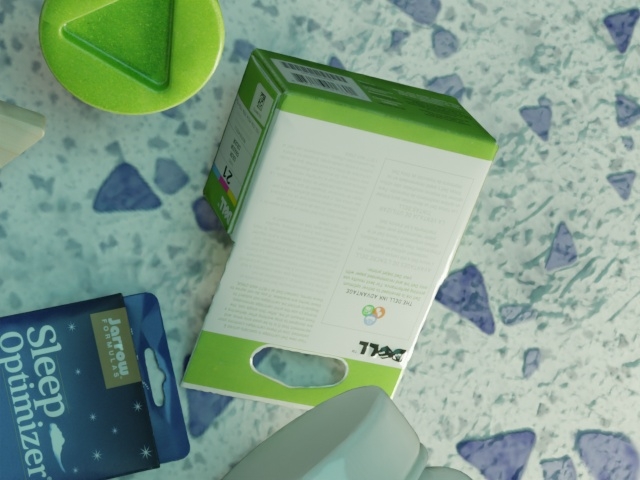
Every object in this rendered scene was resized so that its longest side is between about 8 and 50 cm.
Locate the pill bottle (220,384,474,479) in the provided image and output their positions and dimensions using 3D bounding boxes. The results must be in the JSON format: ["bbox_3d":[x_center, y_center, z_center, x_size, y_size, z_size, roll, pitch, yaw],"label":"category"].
[{"bbox_3d":[0.079,0.301,1.446,0.204,0.204,0.361,-39,100,-25],"label":"pill bottle"}]

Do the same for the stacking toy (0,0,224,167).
[{"bbox_3d":[-0.223,-0.209,1.392,0.309,0.130,0.279,-24,122,13],"label":"stacking toy"}]

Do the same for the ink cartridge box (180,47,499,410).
[{"bbox_3d":[0.000,0.000,1.526,0.189,0.097,0.255,12,111,-24],"label":"ink cartridge box"}]

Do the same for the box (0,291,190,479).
[{"bbox_3d":[-0.205,0.119,1.433,0.225,0.036,0.136,-11,87,-28],"label":"box"}]
